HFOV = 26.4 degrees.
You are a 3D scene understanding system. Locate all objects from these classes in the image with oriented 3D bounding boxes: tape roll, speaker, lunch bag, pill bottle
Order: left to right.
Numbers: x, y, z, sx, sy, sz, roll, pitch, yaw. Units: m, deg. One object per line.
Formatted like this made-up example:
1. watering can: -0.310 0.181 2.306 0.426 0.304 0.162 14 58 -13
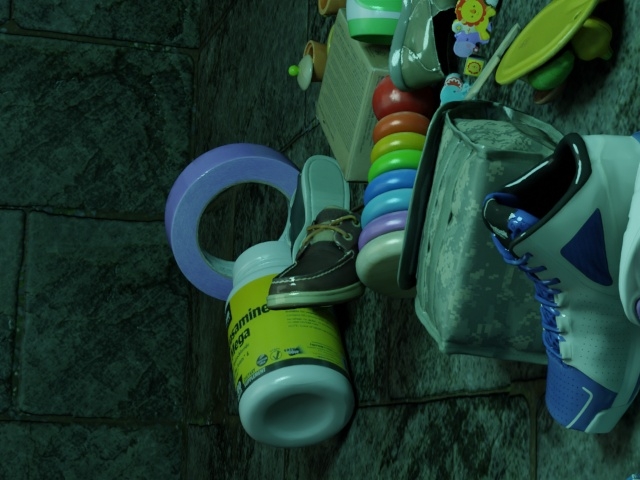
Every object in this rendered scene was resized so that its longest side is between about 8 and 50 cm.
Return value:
1. tape roll: -0.136 -0.031 2.433 0.090 0.274 0.275 -125 42 -66
2. pill bottle: -0.060 0.165 2.280 0.334 0.187 0.188 -103 24 -45
3. speaker: 0.107 -0.438 1.978 0.131 0.131 0.297 -175 89 -73
4. lunch bag: 0.187 -0.023 1.547 0.287 0.168 0.235 -116 35 -71

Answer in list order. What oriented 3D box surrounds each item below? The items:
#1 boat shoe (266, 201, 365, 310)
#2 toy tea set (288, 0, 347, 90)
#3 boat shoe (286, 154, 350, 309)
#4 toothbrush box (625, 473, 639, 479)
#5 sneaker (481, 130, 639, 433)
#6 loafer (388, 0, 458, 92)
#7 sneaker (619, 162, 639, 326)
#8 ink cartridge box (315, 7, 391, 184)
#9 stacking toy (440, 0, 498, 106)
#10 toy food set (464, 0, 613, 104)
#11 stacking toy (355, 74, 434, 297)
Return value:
1. boat shoe: 0.016 0.012 1.899 0.342 0.123 0.123 -25 -74 -60
2. toy tea set: 0.007 -0.402 2.309 0.200 0.124 0.336 -117 35 -60
3. boat shoe: 0.000 0.000 2.276 0.091 0.114 0.303 117 164 -51
4. toothbrush box: 0.281 0.357 1.199 0.295 0.126 0.216 118 151 -56
5. sneaker: 0.236 0.023 1.332 0.127 0.182 0.316 -118 36 -63
6. loafer: 0.162 -0.324 1.875 0.087 0.094 0.251 6 85 31
7. sneaker: 0.337 -0.067 1.197 0.152 0.114 0.305 -92 15 -71
8. ink cartridge box: 0.072 -0.226 2.113 0.235 0.088 0.193 -112 29 -55
9. stacking toy: 0.178 -0.216 1.712 0.167 0.052 0.221 -65 -13 -66
10. toy food set: 0.264 -0.208 1.513 0.128 0.071 0.218 -57 13 -22
11. stacking toy: 0.114 -0.092 1.883 0.141 0.141 0.330 118 156 -54
